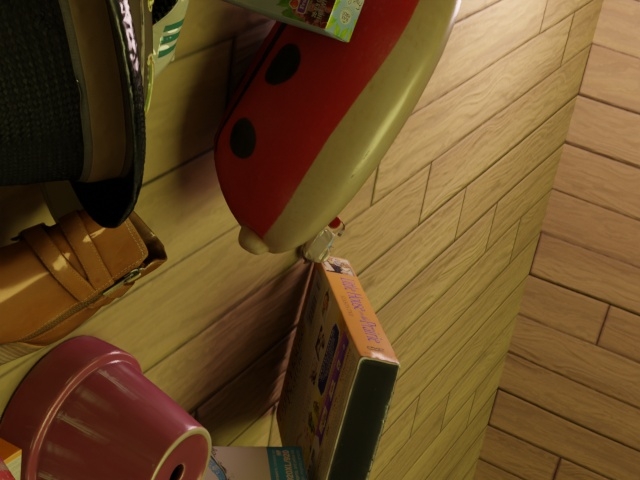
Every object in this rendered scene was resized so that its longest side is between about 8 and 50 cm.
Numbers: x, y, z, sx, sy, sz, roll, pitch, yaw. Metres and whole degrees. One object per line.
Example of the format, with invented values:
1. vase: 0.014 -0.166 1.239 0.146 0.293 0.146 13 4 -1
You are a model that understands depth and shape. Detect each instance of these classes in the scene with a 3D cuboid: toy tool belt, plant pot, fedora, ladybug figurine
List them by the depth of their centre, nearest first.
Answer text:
1. fedora: -0.247 -0.153 0.826 0.153 0.334 0.334 -19 135 -22
2. plant pot: -0.232 0.232 1.248 0.201 0.180 0.201 -47 149 -39
3. ladybug figurine: 0.007 -0.190 1.331 0.449 0.162 0.305 -62 -162 -15
4. toy tool belt: 0.000 0.000 1.738 0.083 0.052 0.051 -58 -173 -14

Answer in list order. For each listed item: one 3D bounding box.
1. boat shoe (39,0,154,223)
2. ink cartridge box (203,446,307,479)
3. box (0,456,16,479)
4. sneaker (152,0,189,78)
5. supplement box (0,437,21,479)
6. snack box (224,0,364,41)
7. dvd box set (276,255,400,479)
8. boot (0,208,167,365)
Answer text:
1. boat shoe: -0.207 -0.146 1.042 0.097 0.117 0.324 -34 135 -48
2. ink cartridge box: -0.139 0.390 1.478 0.168 0.233 0.171 -104 -161 -58
3. box: -0.378 0.232 0.943 0.122 0.128 0.257 -44 158 6
4. sneaker: -0.169 -0.218 1.125 0.161 0.057 0.075 -59 166 12
5. supplement box: -0.349 0.253 1.157 0.036 0.062 0.098 -34 140 -55
6. snack box: -0.018 -0.341 1.201 0.070 0.175 0.207 11 102 -64
7. dvd box set: 0.013 0.229 1.643 0.420 0.062 0.307 -115 -142 -71
8. boot: -0.262 0.034 0.954 0.220 0.109 0.283 -29 160 4
